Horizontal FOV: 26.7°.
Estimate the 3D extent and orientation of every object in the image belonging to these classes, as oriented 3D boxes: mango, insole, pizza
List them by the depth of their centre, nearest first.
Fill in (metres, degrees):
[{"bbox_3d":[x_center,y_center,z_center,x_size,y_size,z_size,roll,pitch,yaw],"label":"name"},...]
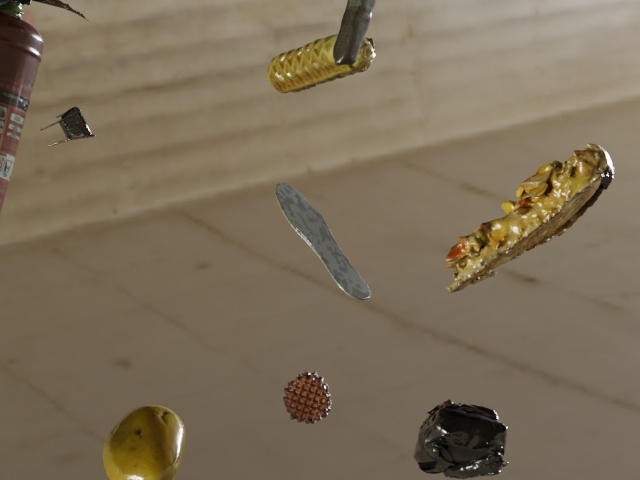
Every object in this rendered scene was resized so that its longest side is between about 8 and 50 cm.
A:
[{"bbox_3d":[0.000,0.000,1.575,0.065,0.006,0.193,6,-139,-48],"label":"insole"},{"bbox_3d":[0.306,-0.031,1.946,0.288,0.074,0.251,-38,165,14],"label":"pizza"},{"bbox_3d":[-0.262,0.318,2.031,0.137,0.098,0.195,-42,-161,-6],"label":"mango"}]

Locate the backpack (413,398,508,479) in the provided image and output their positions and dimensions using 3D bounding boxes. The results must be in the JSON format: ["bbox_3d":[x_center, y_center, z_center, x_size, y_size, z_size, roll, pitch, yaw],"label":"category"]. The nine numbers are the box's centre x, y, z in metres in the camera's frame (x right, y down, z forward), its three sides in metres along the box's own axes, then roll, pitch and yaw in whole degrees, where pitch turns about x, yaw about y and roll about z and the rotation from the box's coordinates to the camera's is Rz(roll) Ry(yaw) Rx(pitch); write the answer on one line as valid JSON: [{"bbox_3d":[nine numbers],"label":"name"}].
[{"bbox_3d":[0.198,0.293,1.979,0.120,0.105,0.165,17,164,-12],"label":"backpack"}]

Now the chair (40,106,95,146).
[{"bbox_3d":[-0.292,-0.138,1.607,0.086,0.037,0.042,-11,-158,44],"label":"chair"}]

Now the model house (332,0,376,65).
[{"bbox_3d":[0.036,-0.357,1.596,0.205,0.278,0.218,20,-179,42],"label":"model house"}]

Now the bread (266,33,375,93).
[{"bbox_3d":[-0.006,-0.313,2.394,0.084,0.077,0.367,-13,-175,-22],"label":"bread"}]

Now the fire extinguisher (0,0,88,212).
[{"bbox_3d":[-0.358,-0.162,1.518,0.147,0.336,0.106,14,174,1],"label":"fire extinguisher"}]

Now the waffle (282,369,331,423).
[{"bbox_3d":[-0.021,0.249,2.141,0.075,0.083,0.029,-23,172,11],"label":"waffle"}]
